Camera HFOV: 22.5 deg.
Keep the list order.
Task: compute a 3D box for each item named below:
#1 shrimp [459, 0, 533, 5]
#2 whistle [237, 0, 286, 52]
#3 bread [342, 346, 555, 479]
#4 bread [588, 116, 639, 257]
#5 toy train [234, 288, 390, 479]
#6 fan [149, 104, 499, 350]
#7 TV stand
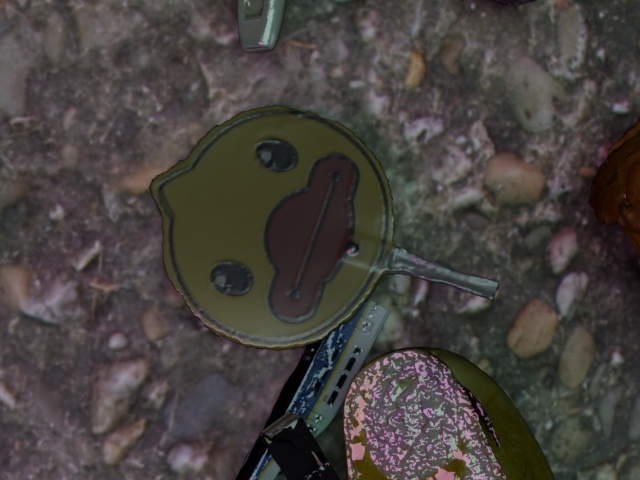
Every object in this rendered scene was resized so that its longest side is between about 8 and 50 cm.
[{"bbox_3d":[0.093,-0.296,1.448,0.343,0.116,0.145,12,98,-35],"label":"shrimp"},{"bbox_3d":[-0.048,-0.292,1.469,0.110,0.092,0.244,1,79,36],"label":"whistle"},{"bbox_3d":[0.128,0.220,1.464,0.158,0.156,0.260,-30,79,22],"label":"bread"},{"bbox_3d":[0.437,-0.059,1.412,0.398,0.398,0.215,-26,99,-8],"label":"bread"},{"bbox_3d":[-0.014,0.155,1.488,0.051,0.052,0.234,29,84,-11],"label":"toy train"},{"bbox_3d":[0.000,0.000,1.477,0.335,0.011,0.229,18,78,7],"label":"fan"},{"bbox_3d":[0.020,0.260,1.470,0.036,0.042,0.249,-36,112,-14],"label":"TV stand"}]
